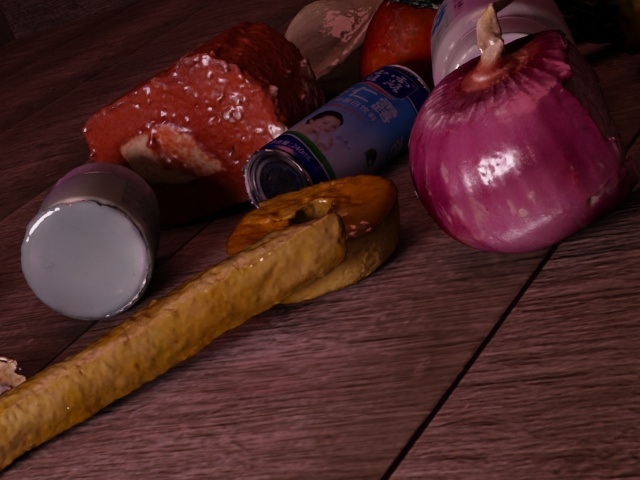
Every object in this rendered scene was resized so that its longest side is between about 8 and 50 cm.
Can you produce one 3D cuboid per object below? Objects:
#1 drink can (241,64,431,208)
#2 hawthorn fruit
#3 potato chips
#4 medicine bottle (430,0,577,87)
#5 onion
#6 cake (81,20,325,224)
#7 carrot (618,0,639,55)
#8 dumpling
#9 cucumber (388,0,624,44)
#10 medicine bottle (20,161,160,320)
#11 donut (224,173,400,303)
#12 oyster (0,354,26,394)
[{"bbox_3d":[0.024,-0.103,1.554,0.097,0.097,0.235,-5,23,42],"label":"drink can"},{"bbox_3d":[0.109,-0.209,1.723,0.172,0.148,0.148,-53,26,-13],"label":"hawthorn fruit"},{"bbox_3d":[-0.154,0.094,1.206,0.407,0.057,0.080,-31,15,-12],"label":"potato chips"},{"bbox_3d":[0.190,-0.185,1.505,0.152,0.152,0.254,-18,20,11],"label":"medicine bottle"},{"bbox_3d":[0.160,-0.075,1.204,0.200,0.200,0.207,-22,49,0],"label":"onion"},{"bbox_3d":[-0.127,-0.125,1.652,0.283,0.177,0.151,-25,12,32],"label":"cake"},{"bbox_3d":[0.408,-0.351,1.513,0.241,0.341,0.241,-10,5,1],"label":"carrot"},{"bbox_3d":[0.004,-0.248,1.975,0.215,0.126,0.166,-7,39,32],"label":"dumpling"},{"bbox_3d":[0.230,-0.286,1.657,0.359,0.096,0.096,12,15,-9],"label":"cucumber"},{"bbox_3d":[-0.233,-0.004,1.497,0.135,0.135,0.168,-20,19,4],"label":"medicine bottle"},{"bbox_3d":[0.000,0.000,1.332,0.162,0.065,0.178,-5,22,30],"label":"donut"},{"bbox_3d":[-0.369,0.187,1.206,0.294,0.094,0.166,-20,33,-30],"label":"oyster"}]
